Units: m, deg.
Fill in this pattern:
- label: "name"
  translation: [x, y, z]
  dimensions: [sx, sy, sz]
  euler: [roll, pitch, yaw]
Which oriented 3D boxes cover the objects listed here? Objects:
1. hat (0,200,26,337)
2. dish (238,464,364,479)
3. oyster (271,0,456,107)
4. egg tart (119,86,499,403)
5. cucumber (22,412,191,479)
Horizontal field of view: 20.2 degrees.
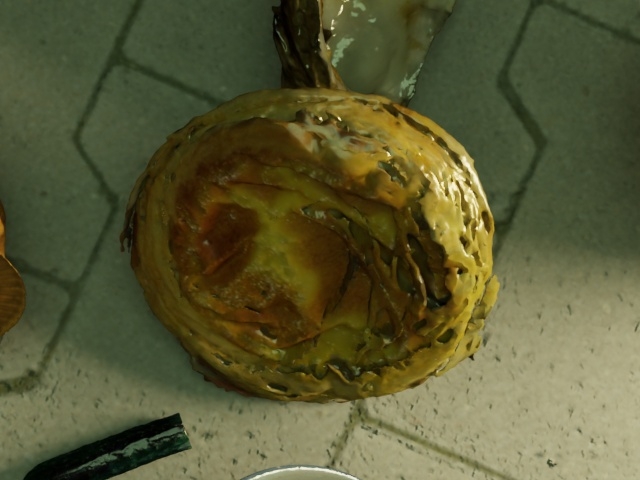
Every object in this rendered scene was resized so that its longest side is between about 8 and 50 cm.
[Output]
- label: "hat"
  translation: [-0.331, -0.057, 1.324]
  dimensions: [0.233, 0.244, 0.233]
  euler: [25, 50, -30]
- label: "dish"
  translation: [-0.031, 0.310, 1.309]
  dimensions: [0.273, 0.134, 0.273]
  euler: [15, 63, -32]
- label: "oyster"
  translation: [0.017, -0.222, 1.347]
  dimensions: [0.111, 0.204, 0.396]
  euler: [6, 80, 33]
- label: "egg tart"
  translation: [0.000, 0.000, 1.316]
  dimensions: [0.297, 0.132, 0.297]
  euler: [5, 127, 6]
- label: "cucumber"
  translation: [-0.164, 0.165, 1.357]
  dimensions: [0.133, 0.032, 0.032]
  euler: [-19, 86, -5]
